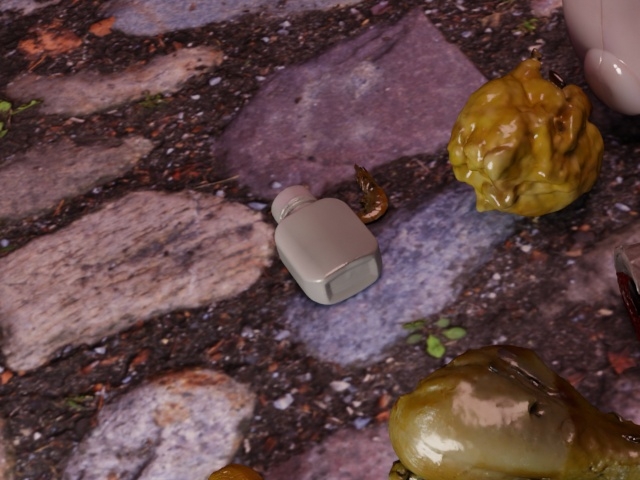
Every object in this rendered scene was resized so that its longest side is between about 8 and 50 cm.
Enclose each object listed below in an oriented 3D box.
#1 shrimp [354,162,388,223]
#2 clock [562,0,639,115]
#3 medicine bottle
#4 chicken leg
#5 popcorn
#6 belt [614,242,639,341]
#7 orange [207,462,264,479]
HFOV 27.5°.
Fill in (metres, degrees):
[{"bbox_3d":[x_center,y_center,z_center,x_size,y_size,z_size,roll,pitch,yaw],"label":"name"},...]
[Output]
[{"bbox_3d":[0.049,-0.066,1.903,0.083,0.023,0.114,-21,51,-2],"label":"shrimp"},{"bbox_3d":[0.479,-0.367,1.809,0.368,0.377,0.250,-50,46,-6],"label":"clock"},{"bbox_3d":[0.000,0.000,1.823,0.119,0.069,0.183,-29,49,-11],"label":"medicine bottle"},{"bbox_3d":[0.288,0.239,1.501,0.429,0.153,0.201,13,65,15],"label":"chicken leg"},{"bbox_3d":[0.288,-0.130,1.791,0.190,0.191,0.253,35,55,20],"label":"popcorn"},{"bbox_3d":[0.446,0.075,1.601,0.124,0.128,0.201,-16,50,-1],"label":"belt"},{"bbox_3d":[-0.099,0.308,1.564,0.085,0.085,0.085,-7,47,8],"label":"orange"}]
